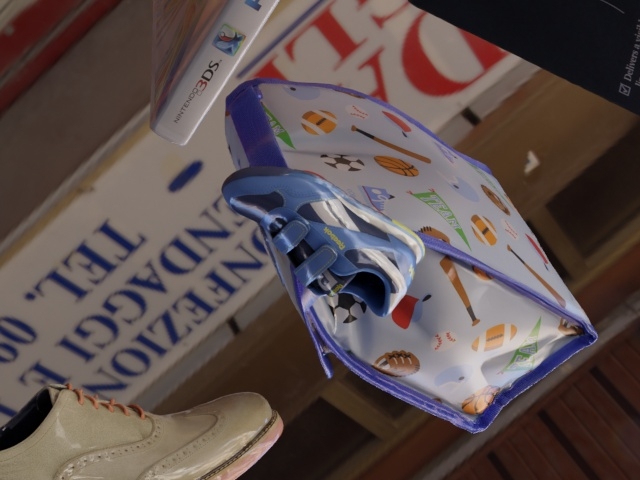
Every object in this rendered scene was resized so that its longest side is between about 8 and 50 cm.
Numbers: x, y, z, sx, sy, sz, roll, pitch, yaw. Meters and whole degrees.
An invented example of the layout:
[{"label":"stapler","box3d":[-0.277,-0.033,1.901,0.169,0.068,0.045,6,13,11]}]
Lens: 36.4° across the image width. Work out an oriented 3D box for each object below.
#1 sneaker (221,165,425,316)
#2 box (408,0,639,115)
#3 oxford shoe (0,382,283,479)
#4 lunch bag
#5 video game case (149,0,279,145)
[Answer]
[{"label":"sneaker","box3d":[0.000,0.000,0.629,0.053,0.144,0.059,-43,-155,60]},{"label":"box","box3d":[0.301,-0.315,0.916,0.395,0.293,0.212,34,-123,27]},{"label":"oxford shoe","box3d":[-0.211,0.204,0.964,0.140,0.397,0.146,-11,-87,52]},{"label":"lunch bag","box3d":[0.068,0.000,1.103,0.239,0.385,0.328,-46,-140,18]},{"label":"video game case","box3d":[-0.055,-0.268,0.803,0.300,0.036,0.329,-54,-155,21]}]
